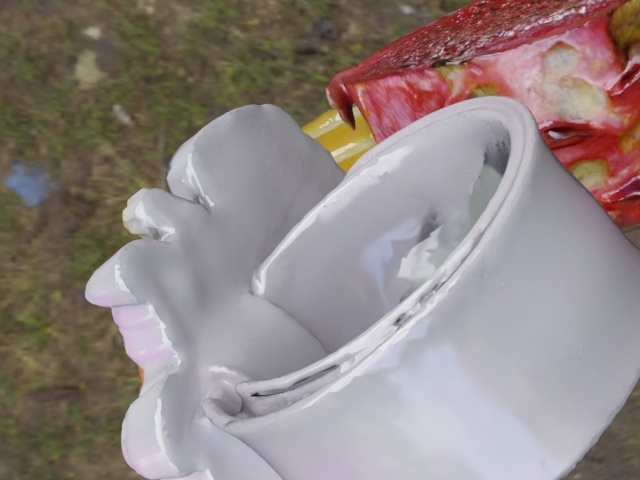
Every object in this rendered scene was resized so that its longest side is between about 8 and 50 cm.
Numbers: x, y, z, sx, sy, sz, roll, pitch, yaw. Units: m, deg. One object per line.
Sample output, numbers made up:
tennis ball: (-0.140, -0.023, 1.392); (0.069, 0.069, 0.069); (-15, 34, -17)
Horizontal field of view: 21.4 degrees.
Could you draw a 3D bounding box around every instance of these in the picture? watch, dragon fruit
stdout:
watch: (0.029, 0.017, 0.794); (0.231, 0.244, 0.196); (-29, 115, 38)
dragon fruit: (0.215, -0.114, 1.446); (0.386, 0.371, 0.249); (-18, 102, 20)

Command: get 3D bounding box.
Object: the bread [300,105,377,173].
bread: (0.000, 0.000, 1.695); (0.246, 0.111, 0.239); (-29, 44, 9)
